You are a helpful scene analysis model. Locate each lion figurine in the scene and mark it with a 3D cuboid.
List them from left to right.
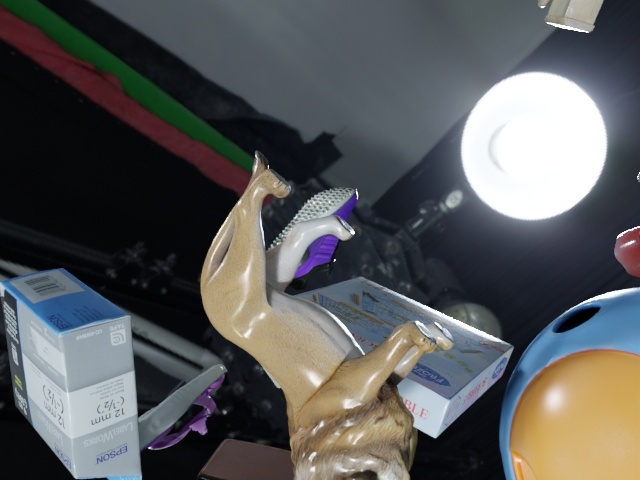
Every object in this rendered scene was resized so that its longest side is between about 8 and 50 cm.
[{"bbox_3d":[-0.022,0.113,0.688,0.392,0.240,0.142,50,-165,18],"label":"lion figurine"}]

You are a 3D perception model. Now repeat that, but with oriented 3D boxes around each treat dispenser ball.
[{"bbox_3d":[0.310,0.186,0.570,0.288,0.288,0.288,38,-159,-18],"label":"treat dispenser ball"}]

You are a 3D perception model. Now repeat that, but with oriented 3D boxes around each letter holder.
[{"bbox_3d":[-0.102,0.562,1.372,0.302,0.152,0.214,11,-173,6],"label":"letter holder"}]

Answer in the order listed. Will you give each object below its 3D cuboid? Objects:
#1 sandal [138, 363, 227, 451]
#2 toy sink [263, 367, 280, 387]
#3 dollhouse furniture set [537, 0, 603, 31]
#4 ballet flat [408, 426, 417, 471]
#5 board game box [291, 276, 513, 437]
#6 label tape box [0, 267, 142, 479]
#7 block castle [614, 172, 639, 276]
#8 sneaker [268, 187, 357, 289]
[{"bbox_3d":[-0.277,0.354,1.251,0.102,0.169,0.416,55,-171,4],"label":"sandal"},{"bbox_3d":[-0.115,0.195,1.437,0.153,0.131,0.234,55,173,49],"label":"toy sink"},{"bbox_3d":[0.555,-0.373,0.980,0.355,0.174,0.303,16,-158,-3],"label":"dollhouse furniture set"},{"bbox_3d":[0.151,0.323,1.200,0.073,0.080,0.232,7,-117,-36],"label":"ballet flat"},{"bbox_3d":[0.116,0.166,1.036,0.319,0.066,0.318,24,-163,29],"label":"board game box"},{"bbox_3d":[-0.396,0.247,1.005,0.115,0.347,0.249,-12,-158,-42],"label":"label tape box"},{"bbox_3d":[0.752,0.022,1.087,0.453,0.213,0.303,30,-117,-2],"label":"block castle"},{"bbox_3d":[-0.001,0.000,1.498,0.102,0.293,0.146,10,138,46],"label":"sneaker"}]
